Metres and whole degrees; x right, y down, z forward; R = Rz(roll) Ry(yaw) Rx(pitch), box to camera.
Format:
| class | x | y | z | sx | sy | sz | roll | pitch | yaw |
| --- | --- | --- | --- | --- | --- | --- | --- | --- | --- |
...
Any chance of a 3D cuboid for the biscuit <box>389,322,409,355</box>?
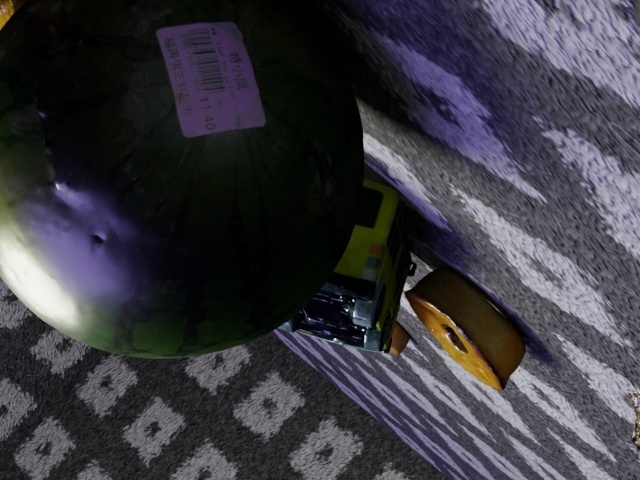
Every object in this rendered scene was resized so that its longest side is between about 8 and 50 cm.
| class | x | y | z | sx | sy | sz | roll | pitch | yaw |
| --- | --- | --- | --- | --- | --- | --- | --- | --- | --- |
| biscuit | -0.003 | 0.065 | 2.523 | 0.275 | 0.052 | 0.355 | 48 | 170 | -36 |

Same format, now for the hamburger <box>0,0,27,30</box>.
| class | x | y | z | sx | sy | sz | roll | pitch | yaw |
| --- | --- | --- | --- | --- | --- | --- | --- | --- | --- |
| hamburger | -0.290 | -0.251 | 1.841 | 0.244 | 0.163 | 0.244 | 39 | 164 | 13 |

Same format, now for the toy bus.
| class | x | y | z | sx | sy | sz | roll | pitch | yaw |
| --- | --- | --- | --- | --- | --- | --- | --- | --- | --- |
| toy bus | 0.024 | 0.026 | 1.754 | 0.128 | 0.150 | 0.262 | 14 | 166 | 10 |

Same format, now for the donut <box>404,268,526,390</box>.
| class | x | y | z | sx | sy | sz | roll | pitch | yaw |
| --- | --- | --- | --- | --- | --- | --- | --- | --- | --- |
| donut | 0.158 | 0.092 | 1.784 | 0.152 | 0.058 | 0.152 | 43 | 172 | 8 |

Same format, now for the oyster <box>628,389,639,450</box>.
| class | x | y | z | sx | sy | sz | roll | pitch | yaw |
| --- | --- | --- | --- | --- | --- | --- | --- | --- | --- |
| oyster | 0.320 | 0.183 | 1.562 | 0.086 | 0.029 | 0.132 | 37 | 169 | 37 |

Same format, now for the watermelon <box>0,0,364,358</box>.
| class | x | y | z | sx | sy | sz | roll | pitch | yaw |
| --- | --- | --- | --- | --- | --- | --- | --- | --- | --- |
| watermelon | -0.128 | -0.066 | 1.363 | 0.363 | 0.363 | 0.363 | 42 | 173 | 7 |
